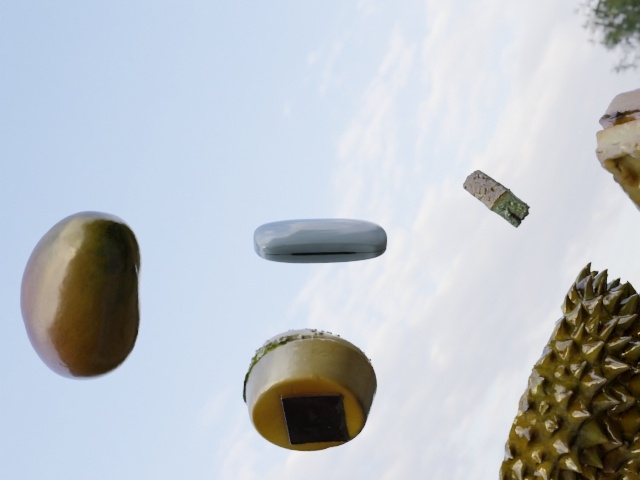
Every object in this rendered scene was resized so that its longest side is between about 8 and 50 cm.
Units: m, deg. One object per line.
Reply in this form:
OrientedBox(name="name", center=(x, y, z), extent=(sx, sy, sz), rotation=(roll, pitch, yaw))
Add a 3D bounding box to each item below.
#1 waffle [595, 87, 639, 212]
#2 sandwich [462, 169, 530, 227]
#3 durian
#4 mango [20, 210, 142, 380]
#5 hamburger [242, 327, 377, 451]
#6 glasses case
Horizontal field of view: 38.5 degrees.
OrientedBox(name="waffle", center=(0.439, -0.035, 0.883), extent=(0.328, 0.224, 0.098), rotation=(38, -116, -25))
OrientedBox(name="sandwich", center=(0.254, -0.050, 1.254), extent=(0.105, 0.093, 0.035), rotation=(24, -73, -43))
OrientedBox(name="durian", center=(0.268, 0.141, 0.842), extent=(0.154, 0.187, 0.260), rotation=(84, -160, -64))
OrientedBox(name="mango", center=(-0.329, 0.071, 1.263), extent=(0.139, 0.176, 0.254), rotation=(-46, -32, -65))
OrientedBox(name="hamburger", center=(-0.026, 0.315, 1.969), extent=(0.176, 0.300, 0.300), rotation=(-86, -5, -51))
OrientedBox(name="glasses case", center=(0.000, 0.000, 1.215), extent=(0.067, 0.178, 0.045), rotation=(-104, 15, -58))
